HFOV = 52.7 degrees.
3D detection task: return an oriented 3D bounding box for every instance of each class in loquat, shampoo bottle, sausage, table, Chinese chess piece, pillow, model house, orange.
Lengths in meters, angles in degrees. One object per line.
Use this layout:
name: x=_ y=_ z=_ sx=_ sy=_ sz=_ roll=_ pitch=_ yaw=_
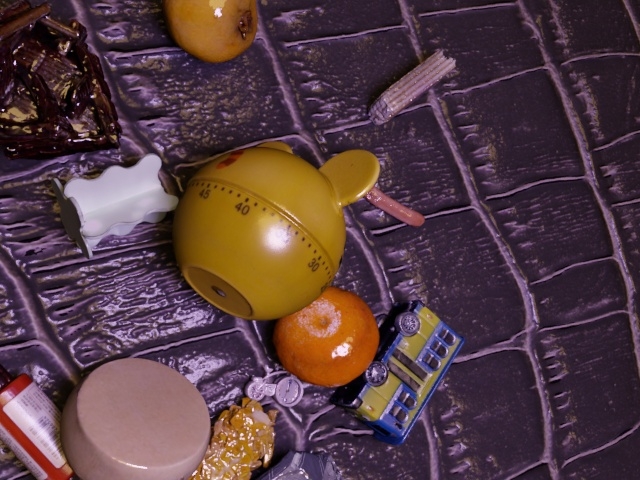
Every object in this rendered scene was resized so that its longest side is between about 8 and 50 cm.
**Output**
loquat: x=-0.228 y=-0.479 z=1.353 sx=0.208 sy=0.208 sz=0.207 roll=3 pitch=81 yaw=-21
shampoo bottle: x=-0.540 y=0.316 z=1.169 sx=0.104 sy=0.104 sz=0.278 roll=-41 pitch=99 yaw=-22
sausage: x=0.170 y=-0.084 z=1.546 sx=0.186 sy=0.043 sz=0.043 roll=29 pitch=73 yaw=-15
table: x=-0.394 y=-0.075 z=1.263 sx=0.198 sy=0.166 sz=0.166 roll=-25 pitch=92 yaw=-30
Chinese chess piece: x=-0.334 y=0.339 z=1.177 sx=0.273 sy=0.273 sz=0.102 roll=23 pitch=119 yaw=-14
pillow: x=-0.093 y=0.543 z=1.279 sx=0.335 sy=0.093 sz=0.161 roll=-36 pitch=102 yaw=-27
model house: x=-0.486 y=-0.274 z=1.186 sx=0.283 sy=0.317 sz=0.297 roll=34 pitch=84 yaw=-10
orange: x=0.013 y=0.205 z=1.353 sx=0.224 sy=0.170 sz=0.224 roll=-7 pitch=54 yaw=10

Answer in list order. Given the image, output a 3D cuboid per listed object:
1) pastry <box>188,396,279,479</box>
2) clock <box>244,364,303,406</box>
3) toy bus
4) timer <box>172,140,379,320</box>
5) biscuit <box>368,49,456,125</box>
pastry: x=-0.179 y=0.433 z=1.297 sx=0.250 sy=0.102 sz=0.154 roll=-41 pitch=92 yaw=-20
clock: x=-0.099 y=0.310 z=1.382 sx=0.129 sy=0.041 sz=0.087 roll=8 pitch=83 yaw=-26
toy bus: x=0.170 y=0.288 z=1.441 sx=0.175 sy=0.138 sz=0.287 roll=41 pitch=70 yaw=-11
timer: x=-0.093 y=-0.043 z=1.276 sx=0.376 sy=0.376 sz=0.386 roll=38 pitch=65 yaw=-13
biscuit: x=0.219 y=-0.371 z=1.570 sx=0.239 sy=0.108 sz=0.061 roll=-39 pitch=92 yaw=-21
